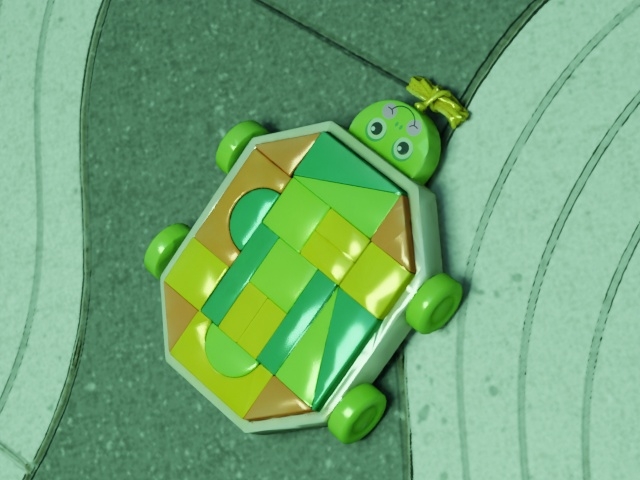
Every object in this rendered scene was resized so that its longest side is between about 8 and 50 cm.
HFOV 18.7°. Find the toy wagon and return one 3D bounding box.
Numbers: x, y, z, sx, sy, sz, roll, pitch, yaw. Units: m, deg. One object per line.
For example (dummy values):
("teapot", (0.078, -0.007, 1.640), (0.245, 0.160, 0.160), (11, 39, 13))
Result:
("toy wagon", (0.000, 0.000, 1.716), (0.267, 0.068, 0.344), (39, 101, 26))
